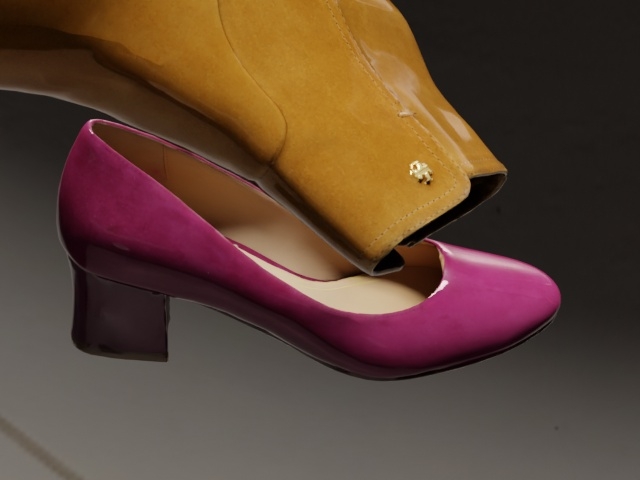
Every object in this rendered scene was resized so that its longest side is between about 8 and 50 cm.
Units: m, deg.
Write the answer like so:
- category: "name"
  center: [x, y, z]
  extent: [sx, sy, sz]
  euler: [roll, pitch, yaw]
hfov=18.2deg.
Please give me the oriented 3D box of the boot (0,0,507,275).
- category: "boot"
  center: [-0.041, -0.067, 0.967]
  extent: [0.211, 0.295, 0.104]
  euler: [51, 129, 17]

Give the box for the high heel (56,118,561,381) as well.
- category: "high heel"
  center: [0.000, 0.000, 1.444]
  extent: [0.377, 0.127, 0.181]
  euler: [-3, 125, -12]
